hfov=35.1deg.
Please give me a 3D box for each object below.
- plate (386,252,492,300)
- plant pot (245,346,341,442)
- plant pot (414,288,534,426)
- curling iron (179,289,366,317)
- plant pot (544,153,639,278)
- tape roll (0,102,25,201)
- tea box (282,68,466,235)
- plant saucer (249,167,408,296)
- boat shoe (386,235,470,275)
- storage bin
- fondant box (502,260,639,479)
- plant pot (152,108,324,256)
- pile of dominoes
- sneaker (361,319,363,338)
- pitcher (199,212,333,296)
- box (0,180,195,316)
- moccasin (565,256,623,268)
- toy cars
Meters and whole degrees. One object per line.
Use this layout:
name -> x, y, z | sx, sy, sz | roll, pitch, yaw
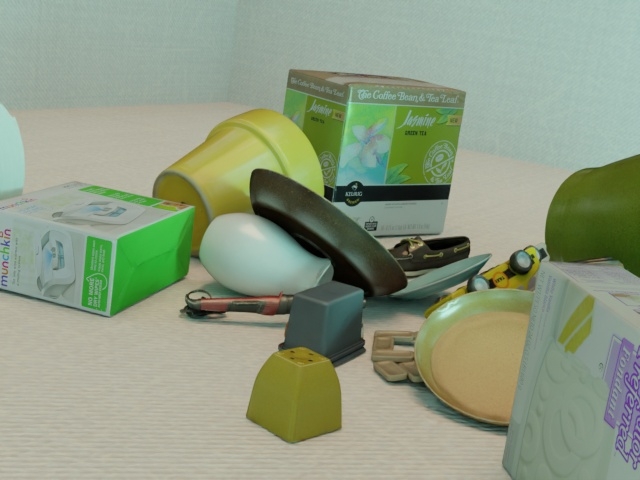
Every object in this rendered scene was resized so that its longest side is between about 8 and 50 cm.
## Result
plate -> 0.200, 0.066, 1.677 | 0.188, 0.024, 0.188 | -23, 2, 1
plant pot -> -0.025, 0.168, 1.143 | 0.081, 0.083, 0.081 | -5, 18, -44
plant pot -> 0.238, 0.151, 1.286 | 0.236, 0.032, 0.236 | -4, 39, 3
curling iron -> -0.069, 0.089, 1.485 | 0.274, 0.035, 0.068 | -1, 12, -5
plant pot -> 0.587, -0.003, 1.716 | 0.366, 0.367, 0.353 | -3, 4, -36
tape roll -> -0.575, -0.096, 1.511 | 0.100, 0.286, 0.286 | 13, 15, 25
tea box -> 0.101, -0.187, 2.159 | 0.329, 0.324, 0.220 | -4, 18, -37
plant saucer -> 0.000, 0.000, 1.625 | 0.310, 0.050, 0.310 | 36, -12, 9
boat shoe -> 0.179, 0.025, 1.867 | 0.227, 0.069, 0.081 | -1, 16, -31
storage bin -> 0.002, 0.110, 1.382 | 0.098, 0.091, 0.135 | 15, 15, 29
fondant box -> 0.285, 0.177, 0.939 | 0.096, 0.238, 0.330 | 5, 14, -12
plant pot -> -0.164, -0.089, 1.835 | 0.254, 0.254, 0.239 | 19, 32, 39
pile of dominoes -> 0.193, 0.174, 1.385 | 0.251, 0.040, 0.196 | 1, 13, 7
sneaker -> 0.036, 0.118, 1.480 | 0.032, 0.037, 0.083 | -6, 17, -38
pitcher -> -0.076, 0.039, 1.615 | 0.207, 0.125, 0.178 | 22, -4, 14
box -> -0.355, 0.006, 1.555 | 0.231, 0.127, 0.262 | 13, 16, 16
moccasin -> 0.409, 0.111, 1.497 | 0.139, 0.147, 0.380 | -7, -7, 8
toy cars -> 0.278, 0.084, 1.567 | 0.176, 0.087, 0.393 | -33, -7, 15
